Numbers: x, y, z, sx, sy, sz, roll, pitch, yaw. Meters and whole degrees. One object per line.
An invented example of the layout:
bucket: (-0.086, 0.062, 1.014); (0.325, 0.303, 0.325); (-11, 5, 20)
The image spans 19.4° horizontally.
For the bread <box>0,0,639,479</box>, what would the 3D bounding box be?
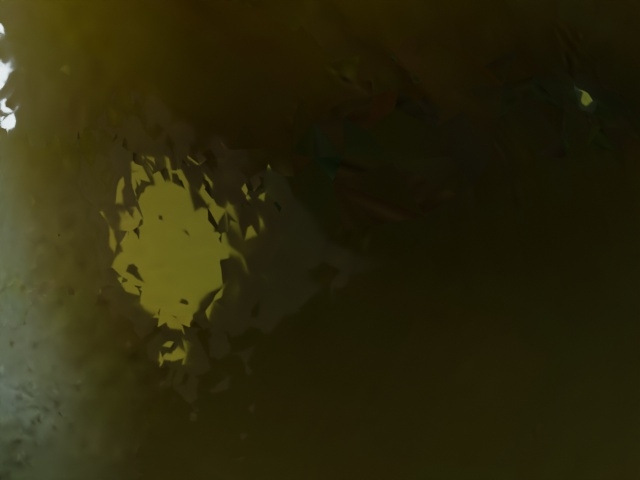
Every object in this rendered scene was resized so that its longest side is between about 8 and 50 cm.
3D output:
bread: (0.000, 0.000, 0.754); (0.376, 0.253, 0.348); (0, 76, -31)
